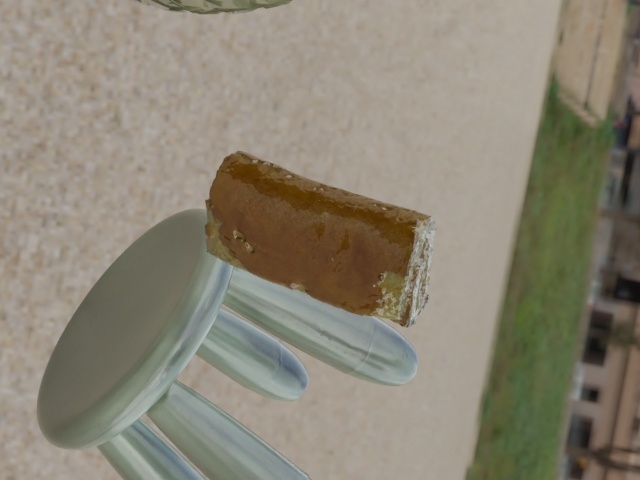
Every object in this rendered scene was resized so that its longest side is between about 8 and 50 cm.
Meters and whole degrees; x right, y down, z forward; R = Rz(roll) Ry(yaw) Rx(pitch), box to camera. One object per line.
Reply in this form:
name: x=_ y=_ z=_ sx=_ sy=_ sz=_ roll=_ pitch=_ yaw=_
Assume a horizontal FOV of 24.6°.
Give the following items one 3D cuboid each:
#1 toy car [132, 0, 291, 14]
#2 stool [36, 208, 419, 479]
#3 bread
toy car: x=-0.034 y=-0.169 z=0.372 sx=0.145 sy=0.235 sz=0.235 roll=27 pitch=74 yaw=-68
stool: x=-0.069 y=0.105 z=1.057 sx=0.195 sy=0.198 sz=0.195 roll=-18 pitch=-138 yaw=53
bread: x=0.000 y=0.000 z=0.534 sx=0.036 sy=0.083 sz=0.047 roll=-56 pitch=160 yaw=-45
